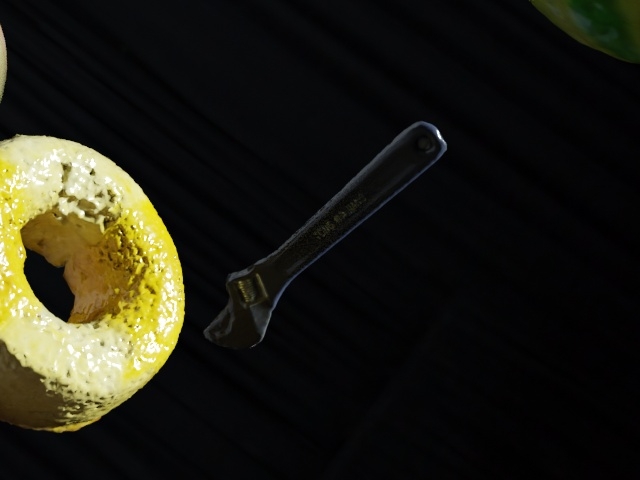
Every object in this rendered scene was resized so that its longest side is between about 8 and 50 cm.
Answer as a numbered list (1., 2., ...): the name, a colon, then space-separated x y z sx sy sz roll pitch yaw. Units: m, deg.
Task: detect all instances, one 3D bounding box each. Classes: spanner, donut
1. spanner: 0.000 0.000 0.837 0.208 0.046 0.012 -42 -173 18
2. donut: -0.152 0.017 0.761 0.065 0.178 0.162 -25 -166 44

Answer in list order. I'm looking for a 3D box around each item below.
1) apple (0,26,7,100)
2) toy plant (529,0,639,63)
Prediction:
1. apple: -0.424 -0.160 1.068 0.277 0.319 0.319 -35 178 8
2. toy plant: 0.231 -0.137 0.457 0.224 0.315 0.184 33 76 -49
